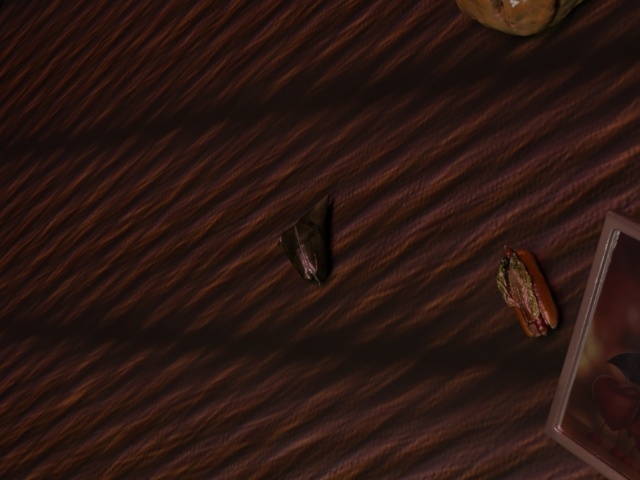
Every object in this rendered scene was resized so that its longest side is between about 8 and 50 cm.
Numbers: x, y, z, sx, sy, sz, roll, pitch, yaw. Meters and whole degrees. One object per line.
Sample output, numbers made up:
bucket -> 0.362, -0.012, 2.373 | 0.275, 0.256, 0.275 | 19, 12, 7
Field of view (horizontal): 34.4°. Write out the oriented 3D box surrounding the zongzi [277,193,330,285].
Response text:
zongzi -> 0.000, 0.000, 1.557 | 0.113, 0.052, 0.104 | -44, 56, 7

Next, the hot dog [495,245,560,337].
hot dog -> 0.255, 0.063, 1.288 | 0.056, 0.041, 0.133 | -36, 53, 29

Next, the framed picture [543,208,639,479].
framed picture -> 0.356, 0.139, 1.104 | 0.211, 0.020, 0.290 | 34, 123, 44

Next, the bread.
bread -> 0.265, -0.399, 1.378 | 0.244, 0.134, 0.245 | -20, 61, 41
